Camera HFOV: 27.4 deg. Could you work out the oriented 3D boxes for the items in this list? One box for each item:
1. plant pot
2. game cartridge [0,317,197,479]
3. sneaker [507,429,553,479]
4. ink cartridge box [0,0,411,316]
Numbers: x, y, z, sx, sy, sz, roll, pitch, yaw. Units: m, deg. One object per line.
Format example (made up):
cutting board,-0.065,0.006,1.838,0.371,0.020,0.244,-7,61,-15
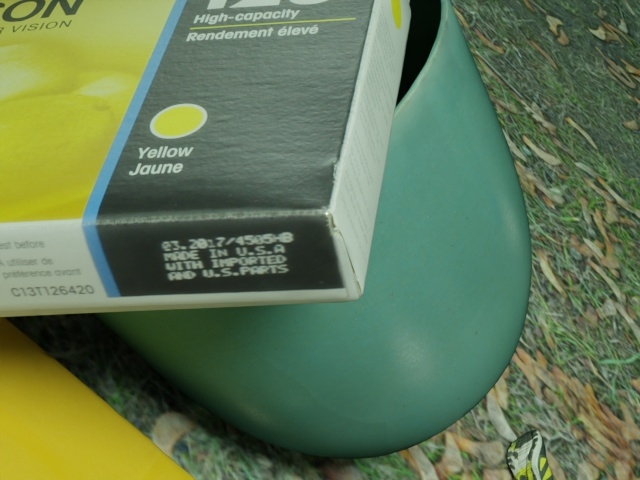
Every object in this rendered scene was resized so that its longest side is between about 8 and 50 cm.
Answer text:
plant pot,0.000,0.000,0.849,0.235,0.293,0.293,55,21,-32
game cartridge,-0.225,0.121,0.643,0.324,0.052,0.285,40,30,-3
sneaker,0.173,0.191,1.071,0.035,0.031,0.083,48,31,-23
ink cartridge box,-0.111,-0.083,0.699,0.307,0.304,0.072,-79,160,-46
